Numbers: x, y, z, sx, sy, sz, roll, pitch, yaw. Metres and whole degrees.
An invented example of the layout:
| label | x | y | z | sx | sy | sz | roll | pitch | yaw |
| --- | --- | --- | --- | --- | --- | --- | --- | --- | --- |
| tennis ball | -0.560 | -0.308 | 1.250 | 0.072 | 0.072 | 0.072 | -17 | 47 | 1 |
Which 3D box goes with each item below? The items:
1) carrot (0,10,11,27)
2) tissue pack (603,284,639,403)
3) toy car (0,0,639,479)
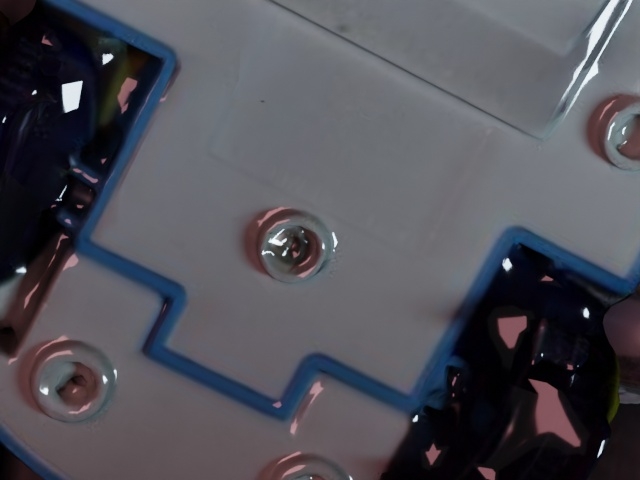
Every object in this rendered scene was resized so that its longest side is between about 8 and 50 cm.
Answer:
| label | x | y | z | sx | sy | sz | roll | pitch | yaw |
| --- | --- | --- | --- | --- | --- | --- | --- | --- | --- |
| carrot | -0.129 | 0.031 | 0.640 | 0.049 | 0.049 | 0.254 | -5 | 81 | 16 |
| tissue pack | 0.121 | -0.023 | 0.559 | 0.116 | 0.065 | 0.155 | 10 | 81 | 18 |
| toy car | 0.014 | -0.061 | 0.491 | 0.198 | 0.166 | 0.314 | 25 | 101 | -9 |
